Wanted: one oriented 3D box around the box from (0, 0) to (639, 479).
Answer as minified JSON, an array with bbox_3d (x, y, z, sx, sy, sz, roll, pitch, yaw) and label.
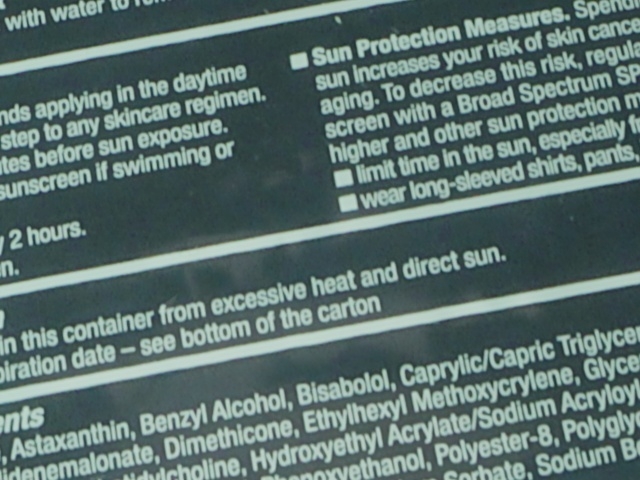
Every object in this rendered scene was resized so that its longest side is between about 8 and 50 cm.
[{"bbox_3d":[0.000,0.000,0.522,0.296,0.183,0.294,-10,69,-1],"label":"box"}]
